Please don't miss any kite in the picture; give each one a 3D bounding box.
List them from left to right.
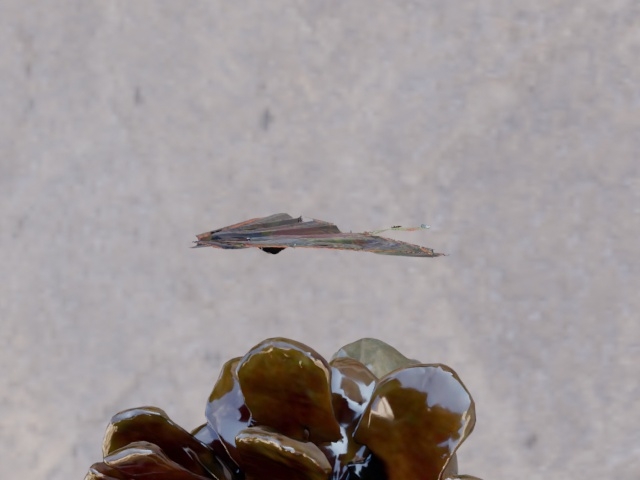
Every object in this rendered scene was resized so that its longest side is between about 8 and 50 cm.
[{"bbox_3d":[0.000,0.000,1.197,0.241,0.183,0.014,10,103,58],"label":"kite"}]

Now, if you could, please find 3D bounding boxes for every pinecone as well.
[{"bbox_3d":[-0.019,0.160,0.805,0.202,0.201,0.229,-13,82,36],"label":"pinecone"}]

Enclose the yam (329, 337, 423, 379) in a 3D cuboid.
[{"bbox_3d":[0.064,0.201,0.968,0.071,0.067,0.317,76,179,-64],"label":"yam"}]
